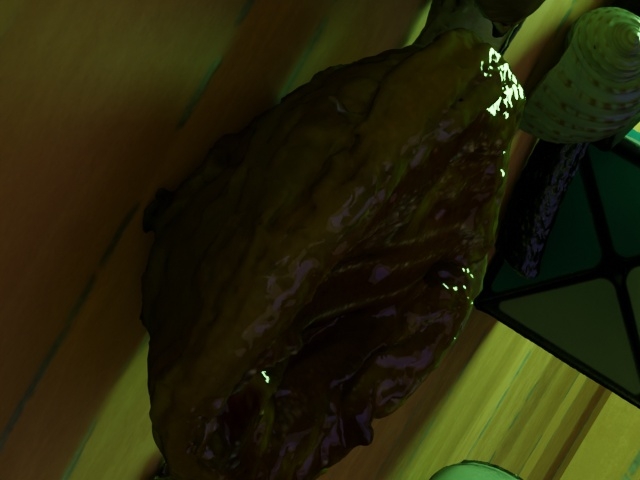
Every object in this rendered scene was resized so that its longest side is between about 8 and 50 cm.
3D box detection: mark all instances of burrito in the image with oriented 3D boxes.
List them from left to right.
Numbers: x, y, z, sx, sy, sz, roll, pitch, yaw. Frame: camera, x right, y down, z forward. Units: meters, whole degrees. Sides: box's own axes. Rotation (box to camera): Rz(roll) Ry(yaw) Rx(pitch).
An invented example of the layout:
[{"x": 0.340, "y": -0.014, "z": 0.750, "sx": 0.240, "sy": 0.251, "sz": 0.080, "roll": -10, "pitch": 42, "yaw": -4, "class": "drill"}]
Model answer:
[{"x": 0.109, "y": -0.164, "z": 1.254, "sx": 0.058, "sy": 0.063, "sz": 0.229, "roll": 26, "pitch": 98, "yaw": -45, "class": "burrito"}]

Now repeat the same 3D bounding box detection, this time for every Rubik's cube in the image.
[{"x": 0.351, "y": 0.025, "z": 1.935, "sx": 0.248, "sy": 0.246, "sz": 0.250, "roll": -63, "pitch": 162, "yaw": 12, "class": "Rubik's cube"}]

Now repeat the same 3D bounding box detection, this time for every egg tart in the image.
[{"x": 0.000, "y": 0.000, "z": 1.074, "sx": 0.351, "sy": 0.153, "sz": 0.339, "roll": -51, "pitch": 161, "yaw": -21, "class": "egg tart"}]

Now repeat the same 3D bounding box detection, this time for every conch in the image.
[{"x": 0.254, "y": -0.144, "z": 1.639, "sx": 0.135, "sy": 0.102, "sz": 0.153, "roll": -28, "pitch": 149, "yaw": -33, "class": "conch"}]

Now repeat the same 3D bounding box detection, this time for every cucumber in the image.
[{"x": 0.233, "y": -0.065, "z": 1.773, "sx": 0.052, "sy": 0.058, "sz": 0.215, "roll": -54, "pitch": 166, "yaw": -63, "class": "cucumber"}]

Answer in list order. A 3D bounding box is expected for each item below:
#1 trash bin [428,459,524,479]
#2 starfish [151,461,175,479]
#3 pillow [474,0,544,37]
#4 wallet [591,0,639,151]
[{"x": 0.155, "y": 0.432, "z": 2.135, "sx": 0.262, "sy": 0.217, "sz": 0.277, "roll": -42, "pitch": 162, "yaw": -43, "class": "trash bin"}, {"x": -0.105, "y": 0.176, "z": 1.297, "sx": 0.078, "sy": 0.028, "sz": 0.091, "roll": -36, "pitch": 150, "yaw": -64, "class": "starfish"}, {"x": 0.147, "y": -0.282, "z": 1.055, "sx": 0.312, "sy": 0.119, "sz": 0.310, "roll": -62, "pitch": 166, "yaw": 7, "class": "pillow"}, {"x": 0.396, "y": -0.262, "z": 1.825, "sx": 0.377, "sy": 0.051, "sz": 0.197, "roll": -44, "pitch": 152, "yaw": -33, "class": "wallet"}]
